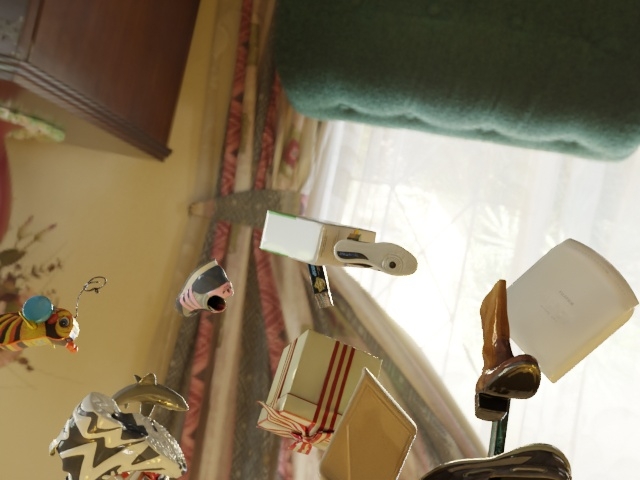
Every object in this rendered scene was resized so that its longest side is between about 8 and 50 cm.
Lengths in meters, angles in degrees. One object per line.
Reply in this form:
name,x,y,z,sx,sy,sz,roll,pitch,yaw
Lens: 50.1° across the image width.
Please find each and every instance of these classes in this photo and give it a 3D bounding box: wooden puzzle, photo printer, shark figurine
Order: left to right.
shark figurine,-0.471,0.394,1.755,0.166,0.116,0.278,47,-152,21
wooden puzzle,0.092,0.403,1.334,0.044,0.239,0.221,-6,135,40
photo printer,0.607,0.164,1.710,0.256,0.307,0.107,51,-171,26

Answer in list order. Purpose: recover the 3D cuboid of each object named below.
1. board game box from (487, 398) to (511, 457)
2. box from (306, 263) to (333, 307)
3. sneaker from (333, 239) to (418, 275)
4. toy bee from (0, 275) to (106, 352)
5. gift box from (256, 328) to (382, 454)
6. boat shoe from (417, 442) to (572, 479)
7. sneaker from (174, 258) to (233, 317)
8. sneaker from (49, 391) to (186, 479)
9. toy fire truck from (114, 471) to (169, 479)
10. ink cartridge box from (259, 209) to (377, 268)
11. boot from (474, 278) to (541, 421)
board game box,0.424,0.445,1.627,0.026,0.186,0.126,11,149,11
box,-0.008,0.110,2.194,0.051,0.175,0.220,-13,162,1
sneaker,0.151,0.040,1.752,0.216,0.079,0.121,13,180,15
toy bee,-0.674,0.213,1.699,0.298,0.162,0.195,-30,155,8
gift box,-0.026,0.406,1.778,0.276,0.258,0.255,21,151,-7
boat shoe,0.306,0.489,1.313,0.355,0.132,0.130,-27,174,12
sneaker,-0.350,0.182,2.061,0.112,0.131,0.319,-33,168,-33
sneaker,-0.354,0.374,1.170,0.235,0.153,0.094,44,-175,-38
toy fire truck,-0.453,0.596,1.726,0.135,0.047,0.192,-30,-150,-10
ink cartridge box,0.000,0.000,1.930,0.201,0.117,0.278,14,-176,35
boot,0.394,0.208,1.445,0.096,0.280,0.264,8,146,6
